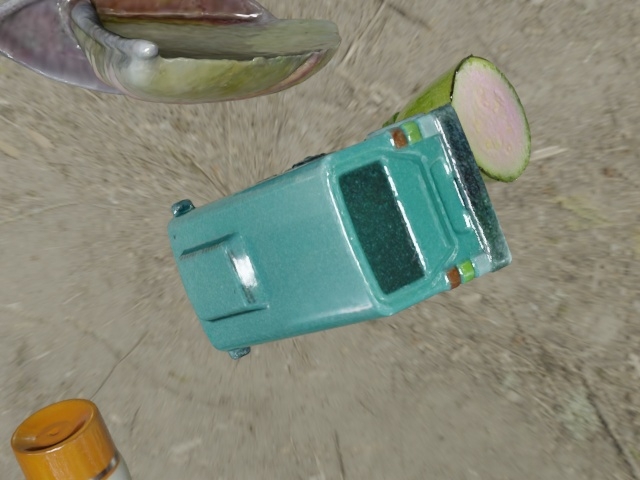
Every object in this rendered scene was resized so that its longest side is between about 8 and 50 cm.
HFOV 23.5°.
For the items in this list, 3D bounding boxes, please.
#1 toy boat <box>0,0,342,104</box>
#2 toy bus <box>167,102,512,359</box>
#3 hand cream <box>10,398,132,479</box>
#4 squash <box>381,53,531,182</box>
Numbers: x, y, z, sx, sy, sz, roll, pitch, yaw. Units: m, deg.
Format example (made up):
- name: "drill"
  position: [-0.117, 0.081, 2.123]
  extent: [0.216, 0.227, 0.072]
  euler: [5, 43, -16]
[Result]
- name: "toy boat"
  position: [-0.105, -0.153, 1.235]
  extent: [0.276, 0.293, 0.111]
  euler: [-8, 113, -38]
- name: "toy bus"
  position: [0.000, 0.000, 1.112]
  extent: [0.147, 0.256, 0.128]
  euler: [-23, 93, -33]
- name: "hand cream"
  position: [-0.192, 0.301, 1.440]
  extent: [0.089, 0.140, 0.314]
  euler: [-27, 118, -21]
- name: "squash"
  position: [0.086, -0.081, 1.234]
  extent: [0.132, 0.105, 0.105]
  euler: [-17, 92, 39]
